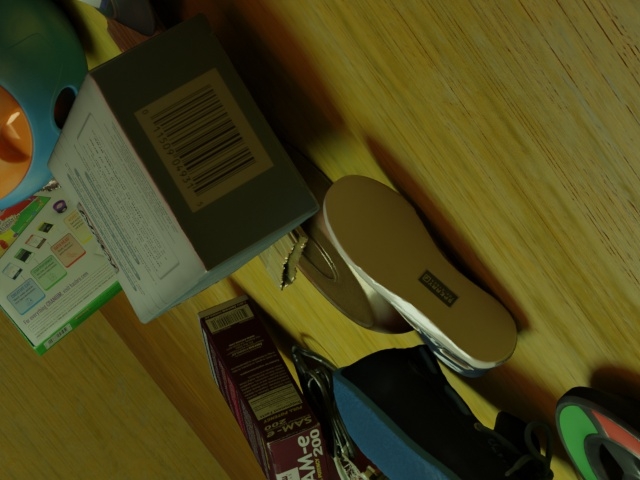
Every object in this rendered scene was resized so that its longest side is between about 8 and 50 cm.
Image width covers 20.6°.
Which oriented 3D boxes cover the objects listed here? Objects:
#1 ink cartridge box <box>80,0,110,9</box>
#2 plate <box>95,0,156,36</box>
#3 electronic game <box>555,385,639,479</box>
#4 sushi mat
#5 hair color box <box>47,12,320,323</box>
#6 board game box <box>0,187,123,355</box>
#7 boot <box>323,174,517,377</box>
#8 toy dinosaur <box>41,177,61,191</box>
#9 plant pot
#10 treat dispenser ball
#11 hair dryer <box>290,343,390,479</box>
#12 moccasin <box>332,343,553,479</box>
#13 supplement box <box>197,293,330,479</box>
[{"bbox_3d":[-0.277,-0.328,1.274,0.330,0.071,0.324,20,154,-7],"label":"ink cartridge box"},{"bbox_3d":[-0.208,-0.250,1.532,0.188,0.024,0.188,50,168,14],"label":"plate"},{"bbox_3d":[0.251,0.196,1.257,0.229,0.048,0.229,48,168,14],"label":"electronic game"},{"bbox_3d":[-0.109,-0.106,1.614,0.316,0.019,0.151,56,165,10],"label":"sushi mat"},{"bbox_3d":[-0.132,-0.049,1.546,0.185,0.114,0.374,59,163,1],"label":"hair color box"},{"bbox_3d":[-0.392,-0.039,2.407,0.316,0.242,0.064,49,169,9],"label":"board game box"},{"bbox_3d":[0.070,0.034,1.376,0.190,0.069,0.086,47,165,7],"label":"boot"},{"bbox_3d":[-0.381,-0.134,2.184,0.295,0.200,0.127,45,167,21],"label":"toy dinosaur"},{"bbox_3d":[0.000,0.000,1.619,0.236,0.032,0.236,48,167,15],"label":"plant pot"},{"bbox_3d":[-0.399,-0.169,1.943,0.288,0.288,0.288,48,167,14],"label":"treat dispenser ball"},{"bbox_3d":[0.033,0.238,2.166,0.223,0.080,0.293,65,165,12],"label":"hair dryer"},{"bbox_3d":[0.138,0.186,1.496,0.342,0.117,0.137,47,156,39],"label":"moccasin"},{"bbox_3d":[-0.070,0.195,2.174,0.130,0.073,0.239,81,164,-46],"label":"supplement box"}]
